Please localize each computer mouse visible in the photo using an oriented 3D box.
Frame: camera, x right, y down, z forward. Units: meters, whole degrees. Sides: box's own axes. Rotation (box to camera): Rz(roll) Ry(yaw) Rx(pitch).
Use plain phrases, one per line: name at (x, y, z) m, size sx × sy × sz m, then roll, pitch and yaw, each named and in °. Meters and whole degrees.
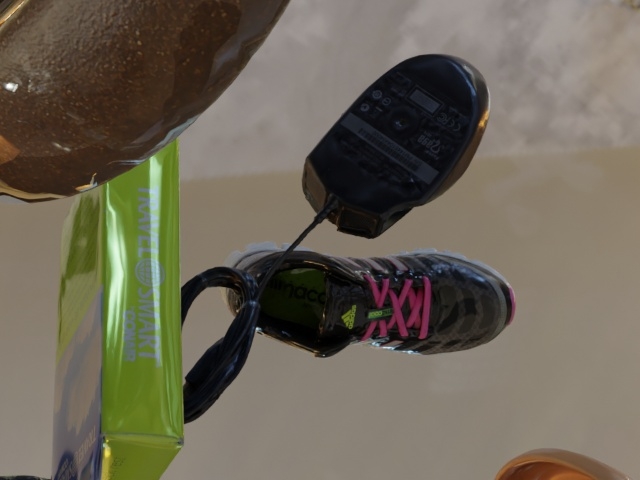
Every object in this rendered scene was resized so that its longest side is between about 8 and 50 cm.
computer mouse at (0.000, 0.000, 0.796) m, size 0.242 × 0.071 × 0.041 m, roll -46°, pitch -26°, yaw -8°

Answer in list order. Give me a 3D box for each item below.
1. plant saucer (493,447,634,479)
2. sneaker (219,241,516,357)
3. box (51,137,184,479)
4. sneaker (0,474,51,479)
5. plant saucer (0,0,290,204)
plant saucer at (0.206, 0.235, 1.138) m, size 0.037 × 0.200 × 0.200 m, roll -30°, pitch -46°, yaw -31°
sneaker at (0.024, 0.037, 0.873) m, size 0.170 × 0.075 × 0.063 m, roll 7°, pitch -78°, yaw 4°
box at (-0.096, 0.050, 0.725) m, size 0.042 × 0.178 × 0.109 m, roll 7°, pitch -32°, yaw -18°
sneaker at (-0.280, 0.188, 0.973) m, size 0.300 × 0.111 × 0.121 m, roll 26°, pitch -39°, yaw -28°
plant saucer at (-0.106, -0.166, 0.479) m, size 0.050 × 0.310 × 0.310 m, roll 1°, pitch -56°, yaw -48°
